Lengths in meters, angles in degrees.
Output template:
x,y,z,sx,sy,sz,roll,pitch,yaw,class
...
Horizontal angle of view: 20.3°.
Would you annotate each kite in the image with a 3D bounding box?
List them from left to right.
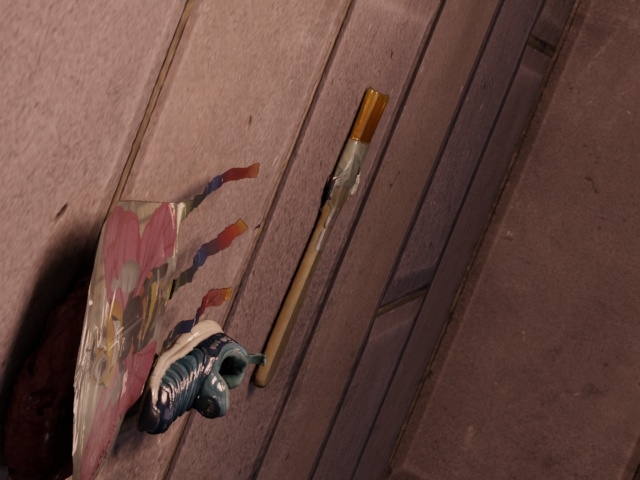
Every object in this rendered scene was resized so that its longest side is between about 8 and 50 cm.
x,y,z,sx,sy,sz,roll,pitch,yaw,class
-0.113,0.042,1.279,0.360,0.022,0.204,-42,143,-71,kite

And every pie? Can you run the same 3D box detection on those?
x,y,z,sx,sy,sz,roll,pitch,yaw,class
-0.168,0.096,1.203,0.153,0.038,0.153,21,90,-81,pie

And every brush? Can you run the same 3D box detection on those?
x,y,z,sx,sy,sz,roll,pitch,yaw,class
0.000,0.000,1.874,0.085,0.020,0.336,3,109,-79,brush

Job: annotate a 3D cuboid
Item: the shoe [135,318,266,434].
x,y,z,sx,sy,sz,roll,pitch,yaw,class
-0.104,0.121,1.483,0.143,0.071,0.064,-42,153,-56,shoe
